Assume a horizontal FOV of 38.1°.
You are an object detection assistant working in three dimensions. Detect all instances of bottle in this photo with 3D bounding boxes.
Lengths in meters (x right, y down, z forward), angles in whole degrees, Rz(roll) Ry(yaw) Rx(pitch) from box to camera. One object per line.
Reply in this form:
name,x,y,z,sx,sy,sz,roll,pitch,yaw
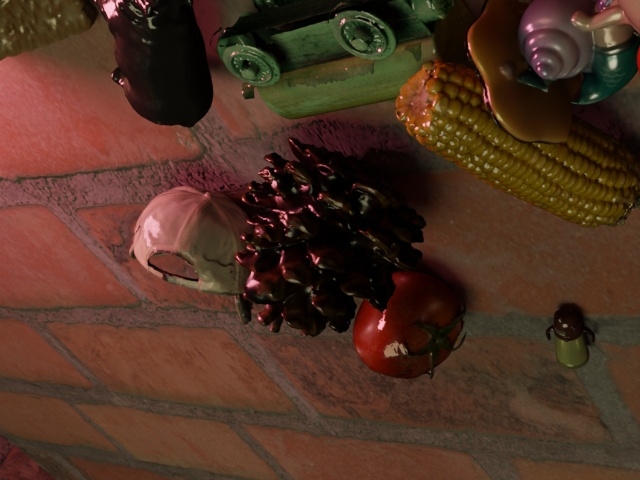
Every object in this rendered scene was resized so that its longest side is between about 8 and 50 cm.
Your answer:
bottle,0.350,0.132,1.294,0.063,0.047,0.101,-18,130,3

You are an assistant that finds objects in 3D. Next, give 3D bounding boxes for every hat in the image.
hat,-0.175,0.012,1.435,0.232,0.161,0.275,33,172,14

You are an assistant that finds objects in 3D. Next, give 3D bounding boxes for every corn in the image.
corn,0.217,-0.092,0.953,0.318,0.115,0.115,19,155,-31

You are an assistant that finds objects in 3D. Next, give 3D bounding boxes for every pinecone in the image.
pinecone,0.013,0.001,1.188,0.243,0.243,0.257,12,103,24

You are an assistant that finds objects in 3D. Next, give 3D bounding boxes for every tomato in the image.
tomato,0.125,0.119,1.350,0.167,0.167,0.167,20,146,14

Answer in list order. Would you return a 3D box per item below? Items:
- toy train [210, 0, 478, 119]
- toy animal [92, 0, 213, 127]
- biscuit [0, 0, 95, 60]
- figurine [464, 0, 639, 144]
toy train,0.023,-0.201,1.000,0.307,0.126,0.189,-5,135,40
toy animal,-0.191,-0.262,1.052,0.168,0.106,0.343,49,158,17
biscuit,-0.423,-0.357,1.107,0.217,0.044,0.325,-18,138,0
figurine,0.282,-0.190,0.800,0.257,0.181,0.208,-22,85,49
